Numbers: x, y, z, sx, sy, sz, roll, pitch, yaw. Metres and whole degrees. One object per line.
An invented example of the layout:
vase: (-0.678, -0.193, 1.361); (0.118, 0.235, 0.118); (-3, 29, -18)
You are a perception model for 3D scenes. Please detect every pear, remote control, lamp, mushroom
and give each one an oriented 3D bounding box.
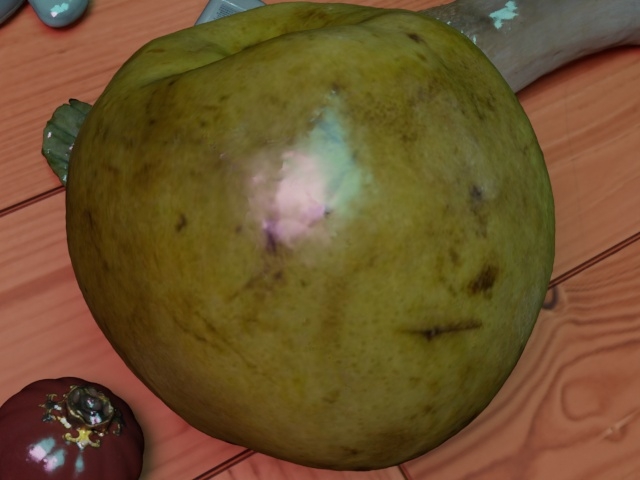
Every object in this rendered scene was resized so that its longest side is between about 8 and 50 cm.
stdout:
pear: (0.000, 0.000, 0.571); (0.303, 0.304, 0.304); (4, 66, -9)
remote control: (-0.090, -0.166, 0.768); (0.053, 0.018, 0.124); (25, 65, -1)
lamp: (-0.165, 0.135, 0.586); (0.101, 0.090, 0.101); (23, 27, -12)
mushroom: (0.205, -0.192, 0.798); (0.351, 0.095, 0.123); (-18, 91, -16)

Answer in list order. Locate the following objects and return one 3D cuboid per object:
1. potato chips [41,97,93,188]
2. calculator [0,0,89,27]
potato chips: (-0.126, -0.050, 0.707); (0.207, 0.028, 0.092); (24, 66, 2)
calculator: (-0.329, -0.263, 0.751); (0.295, 0.042, 0.184); (21, 65, 0)
